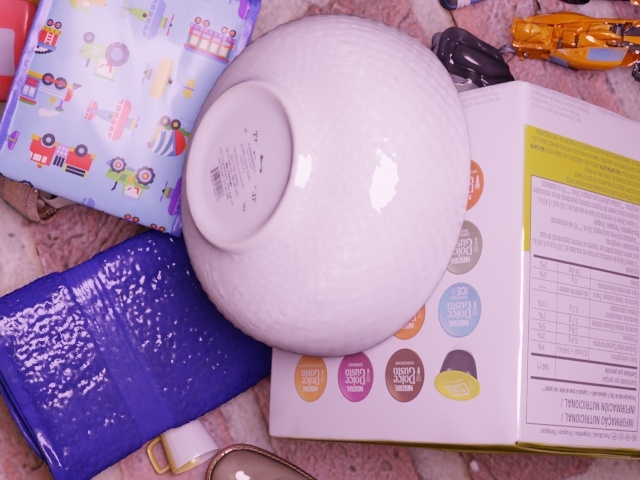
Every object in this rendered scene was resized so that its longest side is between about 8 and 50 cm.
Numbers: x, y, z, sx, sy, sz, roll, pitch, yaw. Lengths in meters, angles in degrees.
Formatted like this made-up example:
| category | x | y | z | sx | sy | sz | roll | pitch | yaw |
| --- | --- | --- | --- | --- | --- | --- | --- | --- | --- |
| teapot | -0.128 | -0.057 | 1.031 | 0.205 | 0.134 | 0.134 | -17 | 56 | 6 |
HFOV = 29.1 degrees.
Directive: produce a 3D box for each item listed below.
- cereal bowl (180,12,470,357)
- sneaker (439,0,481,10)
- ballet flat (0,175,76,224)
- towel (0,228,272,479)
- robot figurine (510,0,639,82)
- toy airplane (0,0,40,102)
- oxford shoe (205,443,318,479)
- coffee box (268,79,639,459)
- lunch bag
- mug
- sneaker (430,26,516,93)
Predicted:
| category | x | y | z | sx | sy | sz | roll | pitch | yaw |
| --- | --- | --- | --- | --- | --- | --- | --- | --- | --- |
| cereal bowl | -0.026 | -0.060 | 1.187 | 0.141 | 0.339 | 0.339 | 11 | 78 | -45 |
| sneaker | 0.177 | -0.399 | 1.563 | 0.081 | 0.080 | 0.211 | -9 | 91 | -10 |
| ballet flat | -0.242 | -0.129 | 1.478 | 0.316 | 0.107 | 0.106 | -41 | 57 | 1 |
| towel | -0.218 | 0.117 | 1.414 | 0.308 | 0.076 | 0.228 | -27 | 99 | -21 |
| robot figurine | 0.388 | -0.285 | 1.505 | 0.290 | 0.085 | 0.211 | 7 | 80 | 23 |
| toy airplane | -0.323 | -0.399 | 1.432 | 0.386 | 0.272 | 0.384 | -36 | 74 | 0 |
| oxford shoe | 0.007 | 0.364 | 1.405 | 0.348 | 0.130 | 0.123 | 42 | 82 | 4 |
| coffee box | 0.184 | 0.054 | 1.295 | 0.338 | 0.337 | 0.335 | 11 | 78 | -42 |
| lunch bag | -0.206 | -0.186 | 1.331 | 0.220 | 0.138 | 0.293 | 20 | 105 | -14 |
| mug | -0.167 | 0.237 | 1.455 | 0.078 | 0.062 | 0.064 | -26 | 75 | -13 |
| sneaker | 0.123 | -0.177 | 1.512 | 0.268 | 0.101 | 0.153 | -4 | 81 | -9 |
